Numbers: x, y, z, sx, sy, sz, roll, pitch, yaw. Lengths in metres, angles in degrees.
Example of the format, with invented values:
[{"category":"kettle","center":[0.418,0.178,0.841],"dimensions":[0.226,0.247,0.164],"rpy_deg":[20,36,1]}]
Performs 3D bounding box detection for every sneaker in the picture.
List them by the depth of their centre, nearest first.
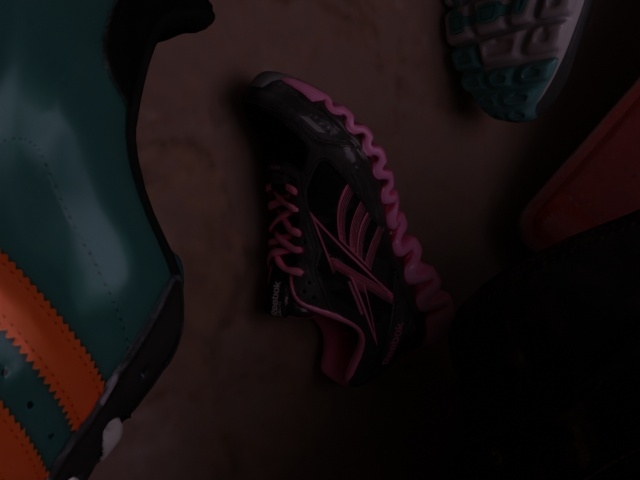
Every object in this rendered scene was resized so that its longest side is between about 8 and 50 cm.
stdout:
[{"category":"sneaker","center":[-0.095,0.046,0.409],"dimensions":[0.121,0.108,0.302],"rpy_deg":[17,80,-34]},{"category":"sneaker","center":[0.000,0.000,0.530],"dimensions":[0.057,0.047,0.119],"rpy_deg":[-37,114,-19]},{"category":"sneaker","center":[0.098,-0.122,0.591],"dimensions":[0.076,0.065,0.166],"rpy_deg":[16,83,-43]}]

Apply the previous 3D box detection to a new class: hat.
[{"category":"hat","center":[0.118,0.065,0.535],"dimensions":[0.331,0.331,0.134],"rpy_deg":[-5,55,-39]}]

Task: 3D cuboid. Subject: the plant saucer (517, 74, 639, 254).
[{"category":"plant saucer","center":[0.246,-0.035,0.636],"dimensions":[0.259,0.048,0.258],"rpy_deg":[37,100,-20]}]
